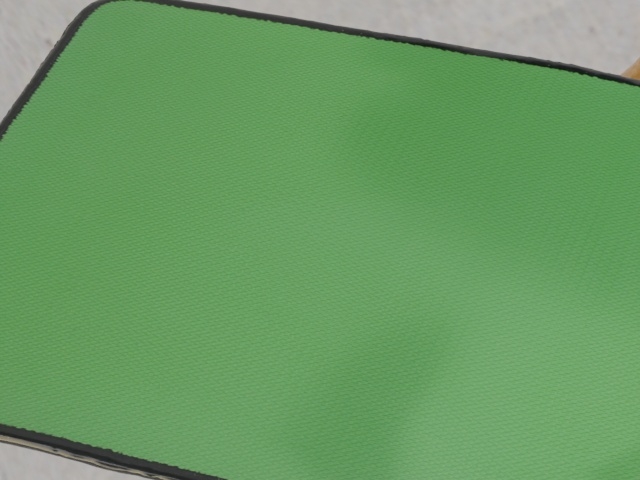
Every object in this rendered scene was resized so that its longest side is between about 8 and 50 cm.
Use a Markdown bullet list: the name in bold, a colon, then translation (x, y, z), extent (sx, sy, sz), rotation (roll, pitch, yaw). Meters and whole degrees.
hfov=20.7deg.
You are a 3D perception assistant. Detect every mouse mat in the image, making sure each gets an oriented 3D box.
- **mouse mat**: translation (0.000, 0.000, 0.413), extent (0.189, 0.152, 0.007), rotation (12, 139, 17)

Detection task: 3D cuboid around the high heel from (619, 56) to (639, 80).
- **high heel**: translation (0.117, -0.034, 0.656), extent (0.093, 0.261, 0.186), rotation (37, 55, -25)
